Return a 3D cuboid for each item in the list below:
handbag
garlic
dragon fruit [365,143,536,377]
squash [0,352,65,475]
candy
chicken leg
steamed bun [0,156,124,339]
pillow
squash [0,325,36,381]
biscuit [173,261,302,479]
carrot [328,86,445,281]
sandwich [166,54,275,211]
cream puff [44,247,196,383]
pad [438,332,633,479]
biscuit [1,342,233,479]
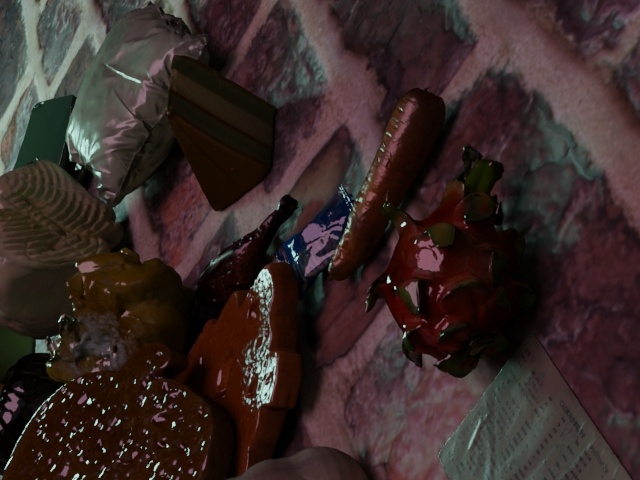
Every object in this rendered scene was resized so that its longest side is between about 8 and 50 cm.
[{"bbox_3d":[-0.485,-0.127,2.468,0.247,0.079,0.260,6,76,61],"label":"handbag"},{"bbox_3d":[-0.053,0.302,1.386,0.229,0.143,0.178,-48,32,16],"label":"garlic"},{"bbox_3d":[0.123,0.011,1.289,0.135,0.137,0.235,-12,68,47],"label":"dragon fruit"},{"bbox_3d":[-0.429,0.257,2.032,0.193,0.156,0.193,-25,36,20],"label":"squash"},{"bbox_3d":[0.000,0.000,1.607,0.136,0.038,0.088,-46,41,25],"label":"candy"},{"bbox_3d":[-0.099,0.018,1.754,0.205,0.053,0.093,-31,31,42],"label":"chicken leg"},{"bbox_3d":[-0.447,0.029,2.129,0.320,0.275,0.206,-49,-16,-59],"label":"steamed bun"},{"bbox_3d":[-0.288,-0.214,2.135,0.310,0.138,0.283,-62,30,4],"label":"pillow"},{"bbox_3d":[-0.506,0.232,2.120,0.155,0.204,0.236,-13,67,49],"label":"squash"},{"bbox_3d":[-0.101,0.169,1.645,0.306,0.043,0.284,-11,67,61],"label":"biscuit"},{"bbox_3d":[0.070,-0.056,1.515,0.248,0.059,0.059,-64,29,13],"label":"carrot"},{"bbox_3d":[-0.166,-0.143,1.841,0.144,0.187,0.117,-30,45,39],"label":"sandwich"},{"bbox_3d":[-0.245,0.109,1.813,0.221,0.195,0.194,-63,27,30],"label":"cream puff"},{"bbox_3d":[0.185,0.212,1.180,0.159,0.009,0.265,-57,30,19],"label":"pad"},{"bbox_3d":[-0.244,0.271,1.647,0.367,0.063,0.314,2,61,45],"label":"biscuit"}]
